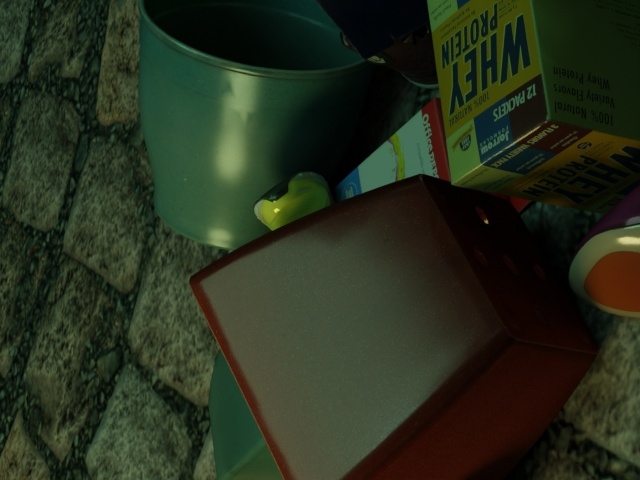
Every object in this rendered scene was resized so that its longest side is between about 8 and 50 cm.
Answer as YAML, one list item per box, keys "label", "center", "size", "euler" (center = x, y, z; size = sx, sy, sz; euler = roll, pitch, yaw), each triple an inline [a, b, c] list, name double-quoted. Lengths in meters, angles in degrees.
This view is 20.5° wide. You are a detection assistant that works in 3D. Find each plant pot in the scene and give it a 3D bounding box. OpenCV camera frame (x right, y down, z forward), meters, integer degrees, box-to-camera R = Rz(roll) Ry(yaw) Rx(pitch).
- label: "plant pot"
  center: [0.088, 0.087, 1.625]
  size: [0.236, 0.267, 0.267]
  euler: [-40, 63, 23]
- label: "plant pot"
  center: [-0.026, 0.170, 1.893]
  size: [0.234, 0.165, 0.165]
  euler: [-47, 44, 52]
- label: "plant pot"
  center: [-0.082, -0.138, 1.991]
  size: [0.271, 0.272, 0.255]
  euler: [-126, 39, -49]

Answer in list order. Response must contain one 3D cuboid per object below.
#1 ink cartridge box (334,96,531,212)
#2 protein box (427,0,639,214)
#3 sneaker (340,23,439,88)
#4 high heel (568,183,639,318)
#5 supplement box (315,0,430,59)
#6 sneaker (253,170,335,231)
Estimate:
- label: "ink cartridge box"
  center: [0.117, -0.050, 1.802]
  size: [0.231, 0.078, 0.134]
  euler: [-42, 48, 43]
- label: "protein box"
  center: [0.219, -0.149, 1.557]
  size: [0.136, 0.200, 0.201]
  euler: [-34, 54, 49]
- label: "sneaker"
  center: [0.119, -0.219, 1.766]
  size: [0.281, 0.162, 0.106]
  euler: [-19, 65, 54]
- label: "high heel"
  center: [0.345, -0.060, 1.467]
  size: [0.377, 0.127, 0.181]
  euler: [-33, 26, 54]
- label: "supplement box"
  center: [0.065, -0.384, 1.718]
  size: [0.194, 0.195, 0.356]
  euler: [-27, 39, 22]
- label: "sneaker"
  center: [0.000, 0.000, 1.896]
  size: [0.081, 0.208, 0.094]
  euler: [-33, 58, 6]
